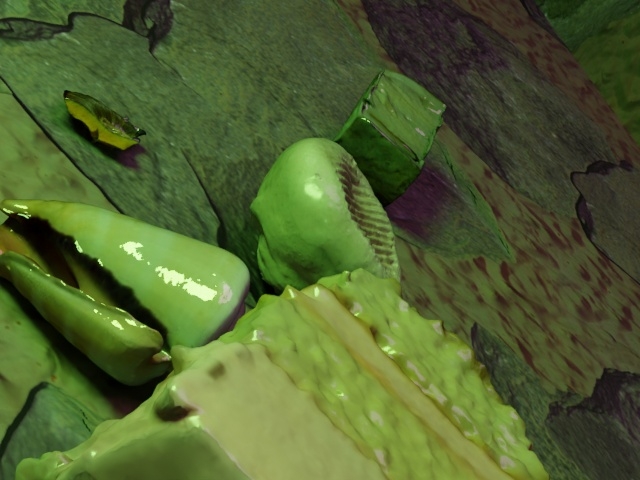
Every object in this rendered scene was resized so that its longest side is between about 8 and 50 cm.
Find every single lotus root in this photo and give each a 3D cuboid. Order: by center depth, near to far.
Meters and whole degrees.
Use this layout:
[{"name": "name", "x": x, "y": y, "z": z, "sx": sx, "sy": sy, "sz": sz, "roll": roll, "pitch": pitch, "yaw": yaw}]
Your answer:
[{"name": "lotus root", "x": 0.086, "y": -0.136, "z": 1.863, "sx": 0.119, "sy": 0.138, "sz": 0.235, "roll": 34, "pitch": 24, "yaw": -4}]

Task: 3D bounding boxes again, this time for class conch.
[{"name": "conch", "x": -0.171, "y": 0.051, "z": 1.202, "sx": 0.255, "sy": 0.127, "sz": 0.158, "roll": 25, "pitch": 50, "yaw": 16}]

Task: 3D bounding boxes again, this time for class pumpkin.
[{"name": "pumpkin", "x": -0.235, "y": -0.124, "z": 1.477, "sx": 0.101, "sy": 0.035, "sz": 0.073, "roll": 32, "pitch": 14, "yaw": -14}]

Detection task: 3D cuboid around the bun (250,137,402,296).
[{"name": "bun", "x": 0.000, "y": 0.000, "z": 1.496, "sx": 0.231, "sy": 0.133, "sz": 0.231, "roll": 61, "pitch": 11, "yaw": -21}]

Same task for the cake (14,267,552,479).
[{"name": "cake", "x": -0.033, "y": 0.212, "z": 0.870, "sx": 0.293, "sy": 0.314, "sz": 0.307, "roll": 47, "pitch": 22, "yaw": 7}]
